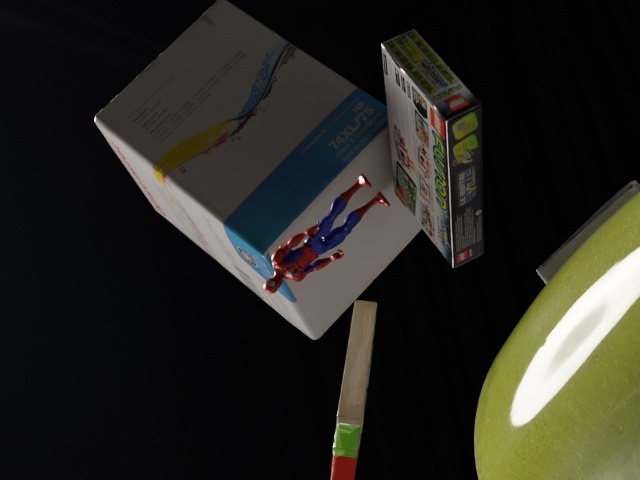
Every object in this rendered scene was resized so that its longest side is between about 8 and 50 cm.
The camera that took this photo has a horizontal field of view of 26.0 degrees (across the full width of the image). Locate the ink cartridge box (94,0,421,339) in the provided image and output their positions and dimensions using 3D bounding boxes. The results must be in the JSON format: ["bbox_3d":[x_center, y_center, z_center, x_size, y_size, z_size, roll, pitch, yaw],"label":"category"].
[{"bbox_3d":[-0.056,-0.077,1.453,0.197,0.270,0.198,-46,-30,-12],"label":"ink cartridge box"}]

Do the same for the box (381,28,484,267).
[{"bbox_3d":[0.104,-0.080,1.266,0.036,0.114,0.207,-26,-36,-13],"label":"box"}]

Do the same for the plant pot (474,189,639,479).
[{"bbox_3d":[0.241,0.062,0.769,0.275,0.275,0.293,-9,-31,-8],"label":"plant pot"}]

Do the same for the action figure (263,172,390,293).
[{"bbox_3d":[0.000,0.000,1.054,0.115,0.030,0.038,-42,-57,8],"label":"action figure"}]

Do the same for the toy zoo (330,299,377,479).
[{"bbox_3d":[0.035,0.243,1.701,0.030,0.192,0.293,8,-49,3],"label":"toy zoo"}]

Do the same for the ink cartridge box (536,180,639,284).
[{"bbox_3d":[0.339,0.096,1.216,0.117,0.283,0.207,-43,-18,15],"label":"ink cartridge box"}]
